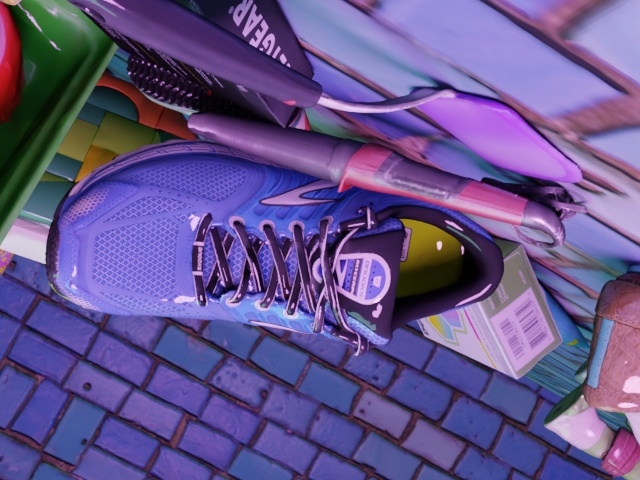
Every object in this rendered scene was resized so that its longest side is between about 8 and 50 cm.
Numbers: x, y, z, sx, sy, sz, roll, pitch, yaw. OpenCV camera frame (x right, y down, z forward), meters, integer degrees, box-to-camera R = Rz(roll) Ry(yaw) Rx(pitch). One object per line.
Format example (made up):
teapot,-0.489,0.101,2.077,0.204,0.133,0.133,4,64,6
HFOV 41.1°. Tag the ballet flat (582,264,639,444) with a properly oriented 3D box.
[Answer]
ballet flat,0.314,0.145,0.611,0.342,0.124,0.116,31,176,-22

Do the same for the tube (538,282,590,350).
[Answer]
tube,0.241,0.083,0.927,0.080,0.052,0.207,41,-173,30

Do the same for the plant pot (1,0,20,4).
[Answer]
plant pot,-0.145,-0.162,0.342,0.081,0.081,0.083,27,163,24

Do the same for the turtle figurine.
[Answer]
turtle figurine,0.372,0.210,0.817,0.266,0.198,0.275,44,167,8

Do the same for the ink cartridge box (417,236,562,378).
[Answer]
ink cartridge box,0.126,0.046,0.820,0.109,0.062,0.209,62,163,-22

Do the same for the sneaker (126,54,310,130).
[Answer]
sneaker,-0.077,-0.107,0.658,0.161,0.057,0.075,24,169,23

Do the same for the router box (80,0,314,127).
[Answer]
router box,-0.086,-0.134,0.475,0.133,0.046,0.179,28,176,15

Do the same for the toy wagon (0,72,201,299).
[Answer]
toy wagon,-0.204,-0.068,0.802,0.344,0.267,0.068,20,137,-12

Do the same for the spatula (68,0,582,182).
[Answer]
spatula,0.016,-0.072,0.409,0.296,0.030,0.084,11,-173,-35

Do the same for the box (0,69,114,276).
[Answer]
box,-0.425,-0.144,0.949,0.177,0.290,0.279,27,176,16

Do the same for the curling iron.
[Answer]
curling iron,0.031,-0.042,0.550,0.274,0.035,0.068,16,173,19

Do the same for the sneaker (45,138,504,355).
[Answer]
sneaker,-0.015,0.003,0.585,0.330,0.130,0.147,-2,-168,-26

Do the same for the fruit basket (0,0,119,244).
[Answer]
fruit basket,-0.281,-0.119,0.489,0.283,0.392,0.392,30,176,-18
